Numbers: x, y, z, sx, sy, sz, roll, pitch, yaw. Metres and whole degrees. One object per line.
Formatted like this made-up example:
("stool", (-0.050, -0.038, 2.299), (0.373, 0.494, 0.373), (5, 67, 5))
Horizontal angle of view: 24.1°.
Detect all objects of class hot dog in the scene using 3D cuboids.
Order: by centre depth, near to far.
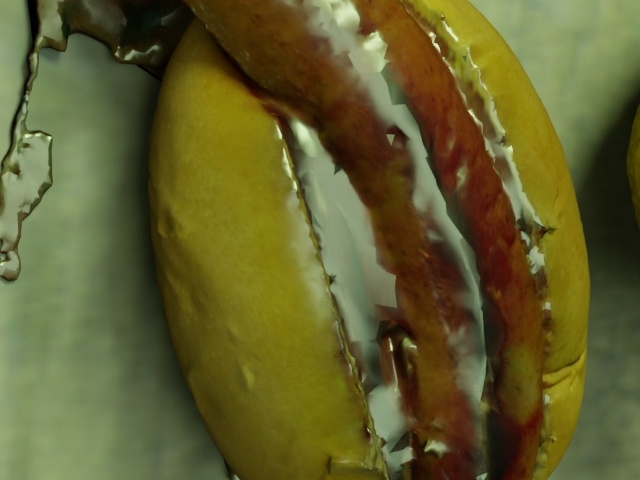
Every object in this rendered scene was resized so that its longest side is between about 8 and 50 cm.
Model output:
("hot dog", (0.006, -0.002, 0.519), (0.194, 0.107, 0.326), (-40, 114, -15))

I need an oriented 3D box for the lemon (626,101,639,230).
("lemon", (0.225, -0.040, 0.580), (0.256, 0.188, 0.188), (-39, 115, -20))
